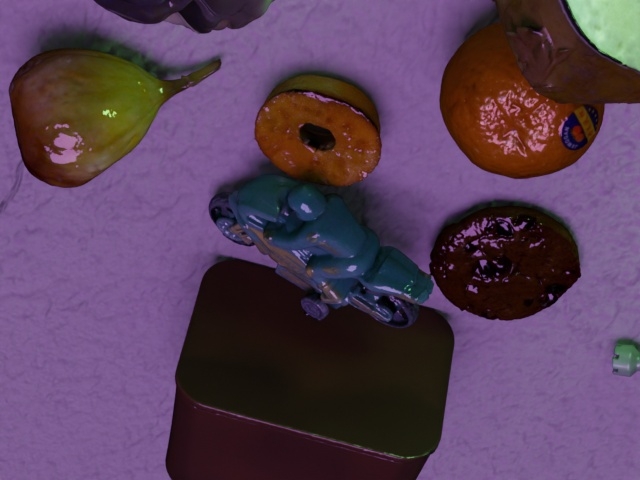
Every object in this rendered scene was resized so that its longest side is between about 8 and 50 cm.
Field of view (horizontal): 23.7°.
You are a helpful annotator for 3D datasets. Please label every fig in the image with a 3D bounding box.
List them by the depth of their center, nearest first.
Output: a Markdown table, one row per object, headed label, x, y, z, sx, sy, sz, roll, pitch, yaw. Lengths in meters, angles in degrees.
| label | x | y | z | sx | sy | sz | roll | pitch | yaw |
| --- | --- | --- | --- | --- | --- | --- | --- | --- | --- |
| fig | -0.234 | -0.163 | 1.760 | 0.257 | 0.159 | 0.159 | -19 | 131 | 3 |

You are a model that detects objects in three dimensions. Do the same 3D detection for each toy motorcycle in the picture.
| label | x | y | z | sx | sy | sz | roll | pitch | yaw |
| --- | --- | --- | --- | --- | --- | --- | --- | --- | --- |
| toy motorcycle | 0.002 | 0.001 | 1.850 | 0.296 | 0.109 | 0.198 | 31 | 153 | 3 |

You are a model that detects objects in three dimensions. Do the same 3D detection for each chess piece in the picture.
| label | x | y | z | sx | sy | sz | roll | pitch | yaw |
| --- | --- | --- | --- | --- | --- | --- | --- | --- | --- |
| chess piece | 0.433 | 0.159 | 1.978 | 0.103 | 0.067 | 0.067 | 6 | 136 | 20 |

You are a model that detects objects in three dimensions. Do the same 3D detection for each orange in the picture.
| label | x | y | z | sx | sy | sz | roll | pitch | yaw |
| --- | --- | --- | --- | --- | --- | --- | --- | --- | --- |
| orange | 0.217 | -0.153 | 1.640 | 0.177 | 0.155 | 0.178 | 1 | 130 | 2 |

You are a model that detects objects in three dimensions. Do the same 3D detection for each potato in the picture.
| label | x | y | z | sx | sy | sz | roll | pitch | yaw |
| --- | --- | --- | --- | --- | --- | --- | --- | --- | --- |
| potato | 0.308 | -0.241 | 1.507 | 0.299 | 0.247 | 0.196 | 17 | 172 | -22 |

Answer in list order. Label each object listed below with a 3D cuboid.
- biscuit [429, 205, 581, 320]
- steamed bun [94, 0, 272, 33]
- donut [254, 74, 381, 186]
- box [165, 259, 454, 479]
| label | x | y | z | sx | sy | sz | roll | pitch | yaw |
| --- | --- | --- | --- | --- | --- | --- | --- | --- | --- |
| biscuit | 0.229 | 0.031 | 1.900 | 0.192 | 0.049 | 0.192 | 5 | 139 | 5 |
| steamed bun | -0.157 | -0.325 | 1.447 | 0.394 | 0.238 | 0.347 | -1 | 148 | 28 |
| donut | 0.001 | -0.132 | 1.777 | 0.151 | 0.058 | 0.152 | 7 | 135 | 7 |
| box | -0.022 | 0.216 | 2.007 | 0.339 | 0.239 | 0.229 | 14 | 138 | -2 |
